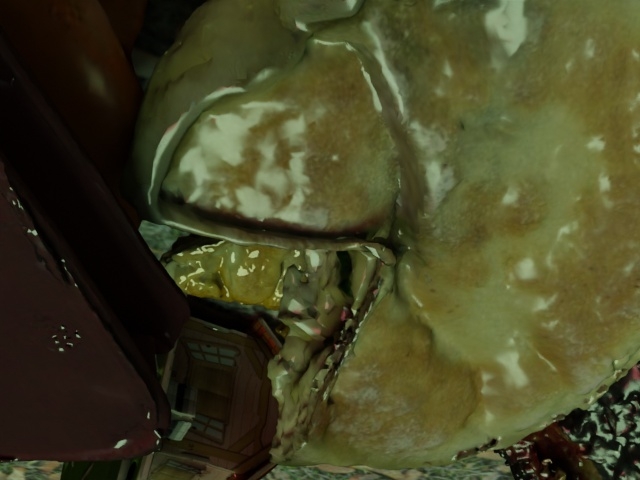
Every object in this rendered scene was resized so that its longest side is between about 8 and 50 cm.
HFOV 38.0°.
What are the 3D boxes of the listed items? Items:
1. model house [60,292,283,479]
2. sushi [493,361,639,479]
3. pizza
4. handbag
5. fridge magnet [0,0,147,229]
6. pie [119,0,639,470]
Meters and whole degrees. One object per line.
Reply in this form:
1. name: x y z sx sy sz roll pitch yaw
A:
1. model house: -0.102 0.174 0.690 0.153 0.207 0.294 19 141 -18
2. sushi: 0.203 0.131 0.627 0.172 0.153 0.150 38 137 -19
3. pizza: 0.000 -0.002 0.545 0.193 0.069 0.154 -5 132 -4
4. handbag: -0.176 0.011 0.365 0.203 0.074 0.216 -10 136 14
5. fridge magnet: -0.256 -0.077 0.444 0.363 0.155 0.364 5 142 4
6. pie: 0.078 -0.017 0.455 0.337 0.075 0.338 -7 124 -11
